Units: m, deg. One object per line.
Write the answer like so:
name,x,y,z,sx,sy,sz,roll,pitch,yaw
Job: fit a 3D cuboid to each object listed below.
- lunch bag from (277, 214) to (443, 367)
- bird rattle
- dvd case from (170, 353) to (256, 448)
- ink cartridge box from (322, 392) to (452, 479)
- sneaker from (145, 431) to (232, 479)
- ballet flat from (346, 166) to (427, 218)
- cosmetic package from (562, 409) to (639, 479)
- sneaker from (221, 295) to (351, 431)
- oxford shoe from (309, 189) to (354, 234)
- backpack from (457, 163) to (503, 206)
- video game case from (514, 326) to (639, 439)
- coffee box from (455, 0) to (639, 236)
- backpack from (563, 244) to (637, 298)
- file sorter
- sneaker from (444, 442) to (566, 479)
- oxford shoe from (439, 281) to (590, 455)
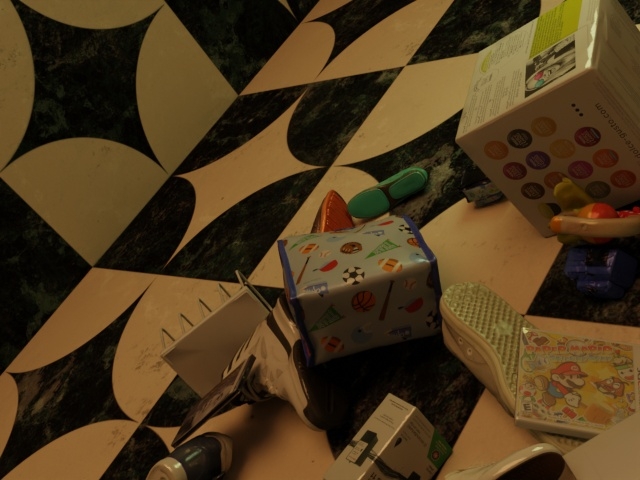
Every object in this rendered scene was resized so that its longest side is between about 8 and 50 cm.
lunch bag,0.079,0.083,1.914,0.327,0.239,0.385,-13,29,-5
bird rattle,0.562,-0.028,1.659,0.253,0.143,0.207,17,20,35
dvd case,-0.241,0.362,1.913,0.221,0.018,0.164,-42,9,20
ink cartridge box,0.126,0.418,1.579,0.208,0.153,0.087,-49,32,-15
sneaker,-0.312,0.564,1.928,0.236,0.130,0.323,-19,-32,-52
ballet flat,0.191,-0.132,2.350,0.247,0.083,0.087,-26,8,21
cosmetic package,0.575,0.323,1.205,0.385,0.156,0.217,-34,33,6
sneaker,-0.089,0.342,1.962,0.257,0.169,0.447,-48,27,12
oxford shoe,0.000,0.000,2.319,0.132,0.130,0.364,-27,31,31
backpack,0.414,-0.144,2.093,0.114,0.084,0.105,-16,37,42
video game case,0.454,0.249,1.459,0.226,0.026,0.206,8,45,10
coffee box,0.543,-0.276,1.835,0.334,0.337,0.338,-26,31,40
backpack,0.540,0.060,1.665,0.120,0.098,0.101,7,73,50
file sorter,-0.257,0.239,2.211,0.277,0.193,0.173,-38,26,2
sneaker,0.278,0.412,1.446,0.290,0.106,0.123,-39,26,16
oxford shoe,0.370,0.249,1.582,0.169,0.130,0.449,-17,39,-20
